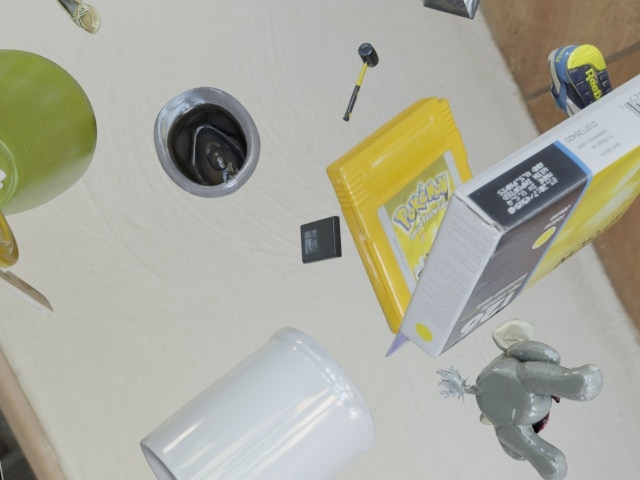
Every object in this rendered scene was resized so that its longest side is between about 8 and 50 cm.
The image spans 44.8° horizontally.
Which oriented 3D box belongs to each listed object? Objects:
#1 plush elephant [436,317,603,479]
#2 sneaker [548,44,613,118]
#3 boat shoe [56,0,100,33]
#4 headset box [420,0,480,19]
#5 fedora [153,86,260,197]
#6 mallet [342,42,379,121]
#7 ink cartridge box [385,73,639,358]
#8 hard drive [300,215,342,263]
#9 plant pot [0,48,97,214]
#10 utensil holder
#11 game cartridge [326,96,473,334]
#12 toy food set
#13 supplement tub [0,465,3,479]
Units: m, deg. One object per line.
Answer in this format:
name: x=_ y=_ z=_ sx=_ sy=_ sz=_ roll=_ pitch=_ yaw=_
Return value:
plush elephant: x=0.447 y=0.318 z=1.688 sx=0.330 sy=0.255 sz=0.271 roll=17 pitch=109 yaw=30
sneaker: x=0.294 y=-0.156 z=0.867 sx=0.144 sy=0.053 sz=0.059 roll=64 pitch=169 yaw=-29
boat shoe: x=-0.539 y=-0.508 z=1.708 sx=0.153 sy=0.048 sz=0.056 roll=51 pitch=120 yaw=21
headset box: x=0.269 y=-0.581 z=1.536 sx=0.293 sy=0.110 sz=0.218 roll=-93 pitch=17 yaw=-60
fedora: x=-0.265 y=-0.222 z=1.890 sx=0.275 sy=0.244 sz=0.124 roll=53 pitch=177 yaw=13
mallet: x=0.086 y=-0.367 z=1.790 sx=0.039 sy=0.189 sz=0.062 roll=14 pitch=161 yaw=24
ink cartridge box: x=0.221 y=-0.007 z=0.791 sx=0.072 sy=0.304 sz=0.307 roll=46 pitch=153 yaw=24
hard drive: x=0.000 y=0.000 z=1.782 sx=0.135 sy=0.022 sz=0.094 roll=-13 pitch=78 yaw=55
plant pot: x=-0.515 y=-0.148 z=1.233 sx=0.293 sy=0.275 sz=0.274 roll=-112 pitch=5 yaw=-68
utensil holder: x=-0.133 y=0.420 z=1.623 sx=0.327 sy=0.385 sz=0.327 roll=41 pitch=151 yaw=29
game cartridge: x=0.168 y=-0.048 z=1.313 sx=0.053 sy=0.285 sz=0.323 roll=6 pitch=127 yaw=47
toy food set: x=-0.328 y=-0.020 z=0.665 sx=0.218 sy=0.071 sz=0.128 roll=56 pitch=176 yaw=20
supplement tub: x=-0.312 y=0.244 z=0.628 sx=0.117 sy=0.117 sz=0.190 roll=17 pitch=115 yaw=55
